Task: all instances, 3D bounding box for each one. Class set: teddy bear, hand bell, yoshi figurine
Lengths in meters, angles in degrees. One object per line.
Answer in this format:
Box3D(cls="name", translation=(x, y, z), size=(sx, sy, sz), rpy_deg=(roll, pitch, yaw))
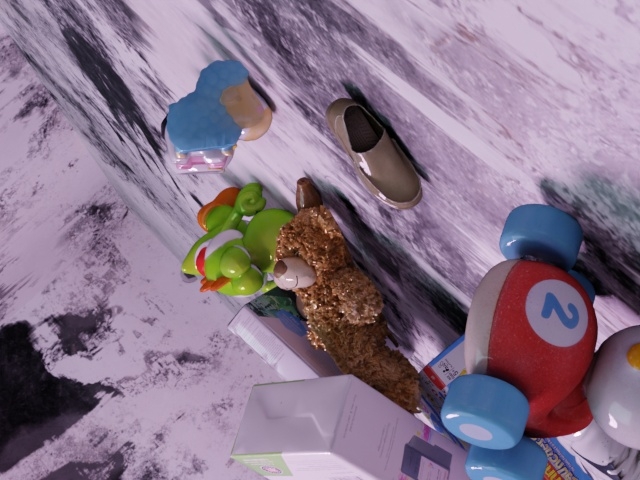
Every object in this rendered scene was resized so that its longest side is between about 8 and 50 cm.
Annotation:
Box3D(cls="teddy bear", translation=(0.032, 0.119, 1.844), size=(0.338, 0.113, 0.245), rpy_deg=(64, 169, -21))
Box3D(cls="hand bell", translation=(0.000, 0.000, 1.952), size=(0.126, 0.126, 0.242), rpy_deg=(38, 152, 43))
Box3D(cls="yoshi figurine", translation=(-0.111, 0.005, 2.237), size=(0.203, 0.203, 0.362), rpy_deg=(20, -173, -13))

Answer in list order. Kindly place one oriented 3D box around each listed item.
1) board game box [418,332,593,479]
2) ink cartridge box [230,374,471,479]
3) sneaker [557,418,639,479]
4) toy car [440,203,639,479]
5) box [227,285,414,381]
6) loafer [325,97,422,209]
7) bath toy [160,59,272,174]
Box3D(cls="board game box", translation=(0.262, 0.289, 1.856), size=(0.302, 0.086, 0.308), rpy_deg=(51, 170, 9))
Box3D(cls="ink cartridge box", translation=(0.073, 0.323, 1.837), size=(0.207, 0.119, 0.353), rpy_deg=(-11, 142, 43))
Box3D(cls="sneaker", translation=(0.349, 0.249, 1.411), size=(0.153, 0.094, 0.235), rpy_deg=(40, 167, 28))
Box3D(cls="toy car", translation=(0.260, 0.114, 1.144), size=(0.238, 0.219, 0.210), rpy_deg=(9, 150, 24))
Box3D(cls="box", translation=(0.010, 0.160, 2.070), size=(0.232, 0.058, 0.322), rpy_deg=(43, -160, 8))
Box3D(cls="loafer", translation=(0.059, -0.094, 1.420), size=(0.148, 0.056, 0.050), rpy_deg=(48, 176, -4))
Box3D(cls="bath toy", translation=(-0.153, -0.167, 1.820), size=(0.348, 0.151, 0.129), rpy_deg=(166, 101, -81))
